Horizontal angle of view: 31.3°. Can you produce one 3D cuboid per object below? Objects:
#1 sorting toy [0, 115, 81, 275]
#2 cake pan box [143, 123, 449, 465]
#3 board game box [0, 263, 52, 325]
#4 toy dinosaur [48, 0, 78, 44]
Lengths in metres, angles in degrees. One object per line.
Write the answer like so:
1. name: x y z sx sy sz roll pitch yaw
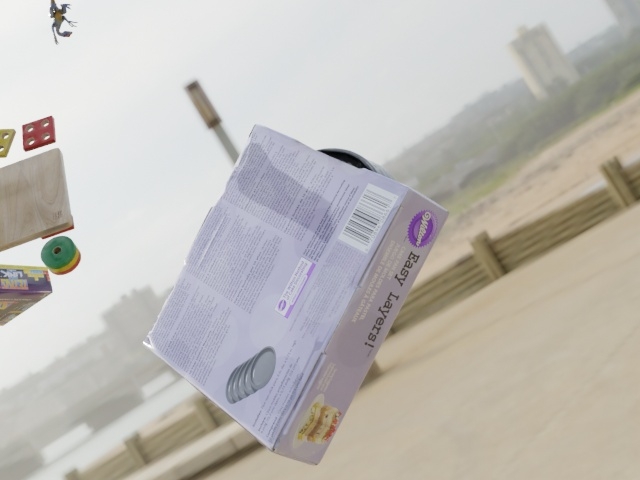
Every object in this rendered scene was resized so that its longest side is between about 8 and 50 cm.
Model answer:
1. sorting toy: -0.393 -0.049 1.519 0.132 0.274 0.046 -20 -36 3
2. cake pan box: -0.031 0.035 1.060 0.246 0.070 0.266 26 89 47
3. board game box: -0.513 0.083 1.713 0.141 0.048 0.170 -29 -22 36
4. toy dinosaur: -0.446 -0.383 1.964 0.047 0.090 0.082 -19 -8 -22
